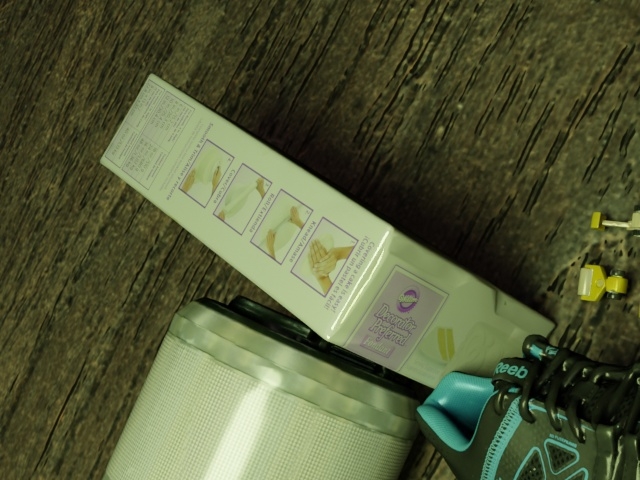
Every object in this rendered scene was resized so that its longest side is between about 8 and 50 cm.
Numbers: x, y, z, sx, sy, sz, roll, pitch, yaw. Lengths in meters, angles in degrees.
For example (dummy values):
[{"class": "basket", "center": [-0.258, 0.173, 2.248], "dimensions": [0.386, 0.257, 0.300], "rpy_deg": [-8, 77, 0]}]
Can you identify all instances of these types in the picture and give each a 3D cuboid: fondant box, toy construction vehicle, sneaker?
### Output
[{"class": "fondant box", "center": [0.000, 0.000, 0.998], "dimensions": [0.330, 0.238, 0.096], "rpy_deg": [33, 93, 44]}, {"class": "toy construction vehicle", "center": [0.249, 0.017, 0.927], "dimensions": [0.098, 0.035, 0.086], "rpy_deg": [1, 83, 43]}, {"class": "sneaker", "center": [0.173, 0.129, 0.765], "dimensions": [0.125, 0.140, 0.341], "rpy_deg": [-46, 6, -30]}]

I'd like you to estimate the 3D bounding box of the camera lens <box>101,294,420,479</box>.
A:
[{"class": "camera lens", "center": [-0.059, 0.197, 0.974], "dimensions": [0.219, 0.219, 0.274], "rpy_deg": [21, 85, 43]}]
